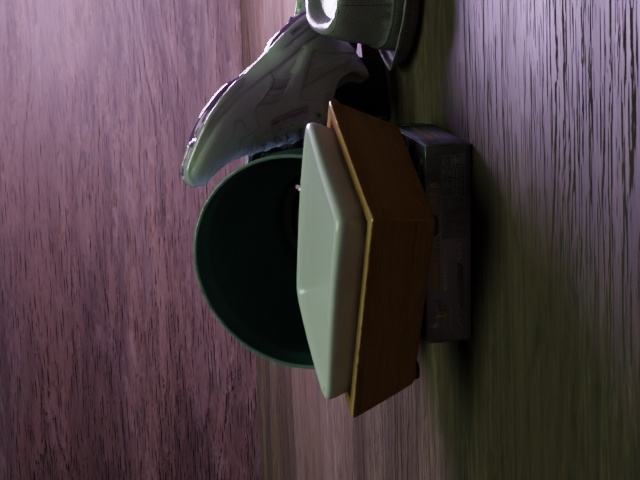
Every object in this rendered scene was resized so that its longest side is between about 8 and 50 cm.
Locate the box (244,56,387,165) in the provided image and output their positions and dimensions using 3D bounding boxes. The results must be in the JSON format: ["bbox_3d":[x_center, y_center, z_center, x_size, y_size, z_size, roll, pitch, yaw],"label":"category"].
[{"bbox_3d":[-0.013,-0.179,2.062,0.261,0.184,0.103,117,152,-72],"label":"box"}]

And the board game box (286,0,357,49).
[{"bbox_3d":[0.002,-0.316,2.049,0.194,0.060,0.194,-5,-75,-71],"label":"board game box"}]

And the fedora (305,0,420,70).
[{"bbox_3d":[0.045,-0.348,1.820,0.275,0.124,0.244,-107,16,-55],"label":"fedora"}]

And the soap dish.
[{"bbox_3d":[0.048,0.020,1.594,0.229,0.118,0.291,-107,17,-50],"label":"soap dish"}]

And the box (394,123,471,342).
[{"bbox_3d":[0.128,-0.013,1.635,0.183,0.056,0.231,-127,34,-75],"label":"box"}]

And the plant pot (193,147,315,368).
[{"bbox_3d":[0.000,0.000,1.869,0.196,0.293,0.293,-48,-40,-64],"label":"plant pot"}]

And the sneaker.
[{"bbox_3d":[-0.058,-0.171,1.856,0.152,0.305,0.114,43,166,0],"label":"sneaker"}]
